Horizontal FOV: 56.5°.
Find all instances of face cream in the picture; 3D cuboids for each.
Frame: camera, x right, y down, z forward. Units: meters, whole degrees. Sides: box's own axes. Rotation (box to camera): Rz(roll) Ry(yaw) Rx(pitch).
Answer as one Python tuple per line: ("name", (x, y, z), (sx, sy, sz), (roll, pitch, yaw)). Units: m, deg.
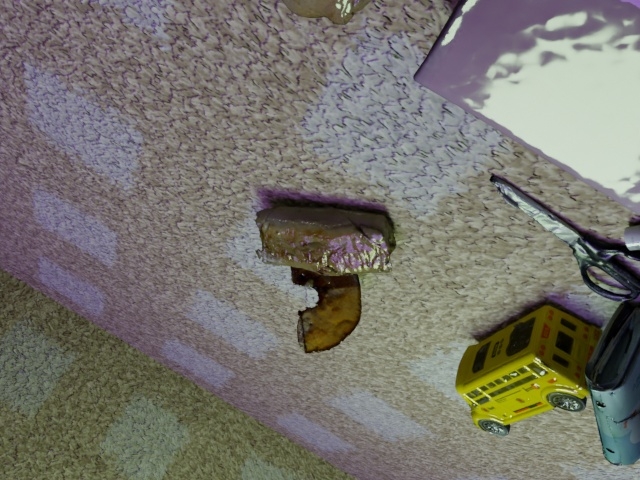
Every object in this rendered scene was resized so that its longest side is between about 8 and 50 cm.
("face cream", (0.469, -0.011, 0.773), (0.130, 0.034, 0.034), (-11, 131, 44))

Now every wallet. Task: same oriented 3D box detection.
("wallet", (0.496, 0.235, 0.967), (0.075, 0.176, 0.250), (16, 148, 43))

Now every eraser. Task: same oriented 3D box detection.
("eraser", (0.311, -0.181, 0.579), (0.359, 0.122, 0.272), (30, 150, -1))

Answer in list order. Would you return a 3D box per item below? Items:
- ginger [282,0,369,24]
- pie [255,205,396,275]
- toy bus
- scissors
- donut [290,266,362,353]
("ginger", (0.030, -0.321, 0.635), (0.137, 0.074, 0.213), (32, 153, -24))
("pie", (0.000, 0.000, 1.085), (0.282, 0.068, 0.129), (3, 115, 25))
("toy bus", (0.365, 0.249, 1.115), (0.152, 0.144, 0.330), (30, 147, -3))
("scissors", (0.366, -0.005, 0.872), (0.300, 0.022, 0.109), (34, 144, -8))
("donut", (0.004, 0.115, 1.184), (0.141, 0.217, 0.085), (0, 166, -12))
